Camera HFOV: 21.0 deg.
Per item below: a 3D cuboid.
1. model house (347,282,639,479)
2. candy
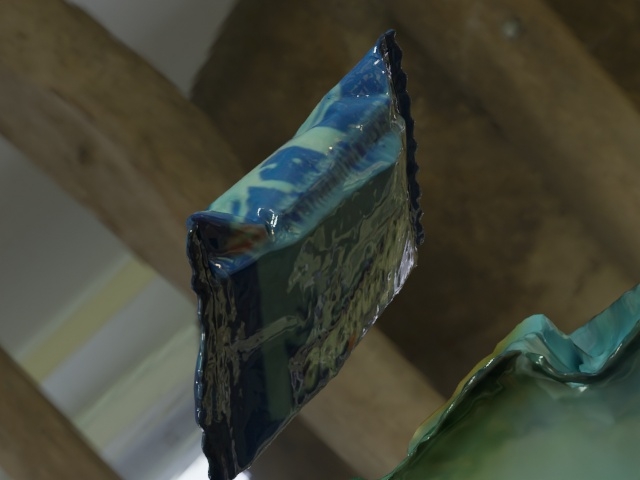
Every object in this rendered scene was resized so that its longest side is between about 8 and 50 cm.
[{"bbox_3d":[0.128,0.150,0.662,0.226,0.261,0.241,-48,-4,13],"label":"model house"},{"bbox_3d":[0.000,0.000,1.113,0.331,0.077,0.187,-46,-43,-49],"label":"candy"}]
